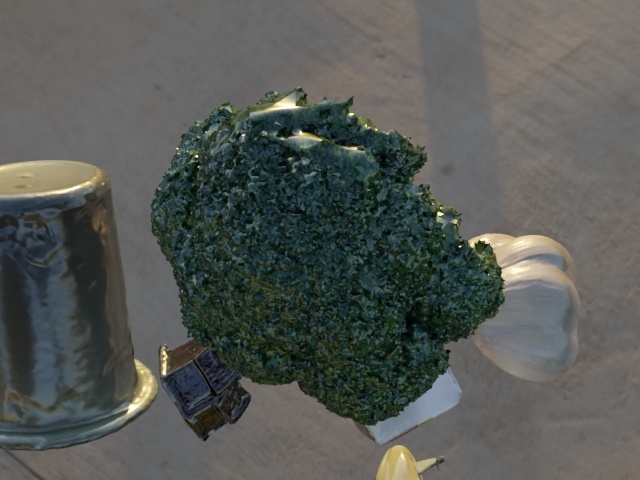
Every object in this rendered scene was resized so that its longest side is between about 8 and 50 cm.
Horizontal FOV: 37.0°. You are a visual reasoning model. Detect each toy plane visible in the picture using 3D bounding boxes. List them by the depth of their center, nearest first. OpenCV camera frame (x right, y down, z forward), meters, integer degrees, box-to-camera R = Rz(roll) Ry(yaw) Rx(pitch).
[{"bbox_3d":[0.103,0.357,1.146,0.104,0.242,0.256,-26,39,36],"label":"toy plane"}]

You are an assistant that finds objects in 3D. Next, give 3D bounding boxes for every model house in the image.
[{"bbox_3d":[-0.178,0.226,1.592,0.152,0.106,0.165,-31,99,9],"label":"model house"}]

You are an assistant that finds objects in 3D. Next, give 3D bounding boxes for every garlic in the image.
[{"bbox_3d":[0.255,0.066,1.228,0.178,0.143,0.229,11,40,-29],"label":"garlic"}]

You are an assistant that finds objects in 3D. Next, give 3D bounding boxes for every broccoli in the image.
[{"bbox_3d":[0.000,0.000,0.785,0.294,0.265,0.245,44,33,20],"label":"broccoli"}]

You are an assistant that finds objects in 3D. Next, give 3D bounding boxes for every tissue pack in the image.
[{"bbox_3d":[0.065,0.147,1.022,0.106,0.148,0.099,-30,97,-11],"label":"tissue pack"}]

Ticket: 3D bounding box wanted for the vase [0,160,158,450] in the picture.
[{"bbox_3d":[-0.319,0.062,1.127,0.245,0.291,0.245,0,17,0],"label":"vase"}]
